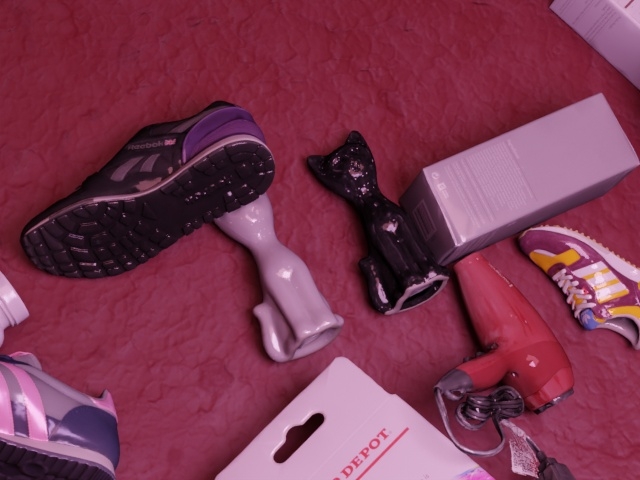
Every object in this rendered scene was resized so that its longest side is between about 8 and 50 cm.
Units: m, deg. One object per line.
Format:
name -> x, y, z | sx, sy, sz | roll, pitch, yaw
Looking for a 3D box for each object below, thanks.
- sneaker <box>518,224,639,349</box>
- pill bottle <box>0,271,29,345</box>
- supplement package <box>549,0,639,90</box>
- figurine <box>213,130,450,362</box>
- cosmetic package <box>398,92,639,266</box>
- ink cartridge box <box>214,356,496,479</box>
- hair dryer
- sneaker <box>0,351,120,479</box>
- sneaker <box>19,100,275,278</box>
sneaker -> 0.301, 0.052, 1.552 | 0.185, 0.069, 0.084 | 27, 67, -1
pill bottle -> -0.384, 0.096, 1.409 | 0.160, 0.087, 0.087 | -36, 83, -18
supplement package -> 0.384, -0.271, 1.638 | 0.179, 0.105, 0.105 | 44, 72, 3
figurine -> 0.000, 0.000, 1.513 | 0.215, 0.092, 0.209 | -23, 72, -14
cosmetic package -> 0.220, -0.065, 1.542 | 0.238, 0.127, 0.107 | -21, 79, -13
ink cartridge box -> 0.084, 0.304, 1.372 | 0.207, 0.119, 0.353 | -44, 61, -11
hair dryer -> 0.196, 0.127, 1.451 | 0.223, 0.080, 0.293 | 39, 28, -38
sneaker -> -0.342, 0.155, 1.358 | 0.319, 0.112, 0.131 | 31, 37, -27
sneaker -> -0.192, -0.058, 1.497 | 0.283, 0.107, 0.124 | -23, 42, -2
